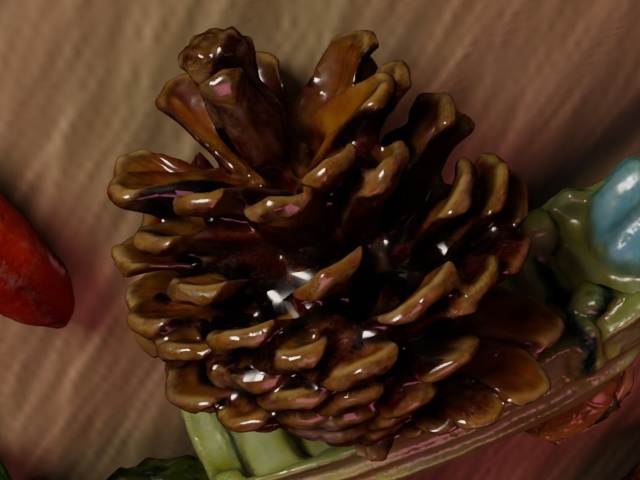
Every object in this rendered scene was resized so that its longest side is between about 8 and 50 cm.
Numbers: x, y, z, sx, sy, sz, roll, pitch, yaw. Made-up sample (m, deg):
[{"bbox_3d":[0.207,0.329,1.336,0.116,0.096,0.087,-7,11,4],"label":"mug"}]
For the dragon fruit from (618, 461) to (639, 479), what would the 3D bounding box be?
[{"bbox_3d":[0.256,0.224,1.019,0.182,0.182,0.189,-19,121,-5],"label":"dragon fruit"}]

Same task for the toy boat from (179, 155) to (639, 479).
[{"bbox_3d":[0.064,0.056,0.794,0.276,0.111,0.084,-26,144,-2],"label":"toy boat"}]

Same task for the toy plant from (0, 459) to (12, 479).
[{"bbox_3d":[-0.216,0.127,0.753,0.093,0.093,0.162,-38,137,16],"label":"toy plant"}]

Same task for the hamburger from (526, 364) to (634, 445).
[{"bbox_3d":[0.136,0.072,0.864,0.044,0.083,0.076,11,128,-46],"label":"hamburger"}]

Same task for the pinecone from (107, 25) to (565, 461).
[{"bbox_3d":[0.000,0.001,0.662,0.185,0.169,0.212,-20,141,4],"label":"pinecone"}]

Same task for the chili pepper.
[{"bbox_3d":[-0.182,-0.019,0.640,0.272,0.071,0.063,35,74,-50],"label":"chili pepper"}]

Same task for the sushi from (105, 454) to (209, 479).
[{"bbox_3d":[-0.090,0.267,0.893,0.352,0.178,0.294,-23,136,4],"label":"sushi"}]
